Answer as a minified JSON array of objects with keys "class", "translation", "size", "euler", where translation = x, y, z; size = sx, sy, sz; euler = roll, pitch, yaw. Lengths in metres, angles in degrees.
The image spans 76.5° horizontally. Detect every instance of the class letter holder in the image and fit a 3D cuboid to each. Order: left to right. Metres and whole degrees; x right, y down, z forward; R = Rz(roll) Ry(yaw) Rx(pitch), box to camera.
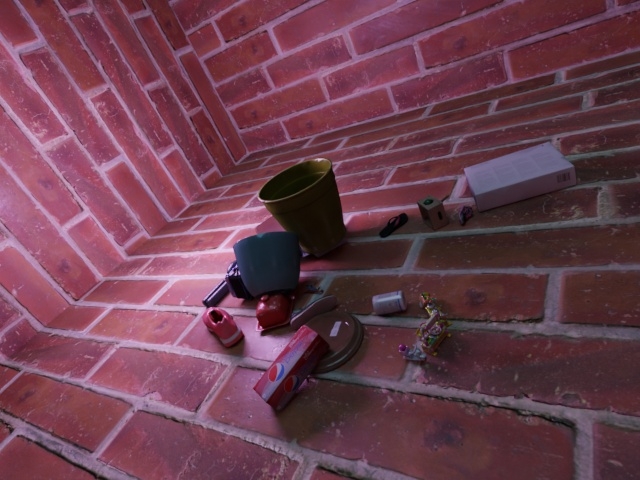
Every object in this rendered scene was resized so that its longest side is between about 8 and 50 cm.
[{"class":"letter holder","translation":[-0.264,0.024,2.123],"size":[0.214,0.152,0.302],"euler":[-33,28,-9]}]

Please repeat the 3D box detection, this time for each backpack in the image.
[{"class":"backpack","translation":[-0.349,0.176,1.926],"size":[0.116,0.158,0.173],"euler":[-1,34,28]}]

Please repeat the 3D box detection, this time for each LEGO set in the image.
[{"class":"LEGO set","translation":[0.338,0.243,1.277],"size":[0.132,0.107,0.287],"euler":[-7,34,33]}]

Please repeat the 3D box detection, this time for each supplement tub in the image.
[{"class":"supplement tub","translation":[0.245,0.220,1.435],"size":[0.107,0.071,0.071],"euler":[-14,30,22]}]

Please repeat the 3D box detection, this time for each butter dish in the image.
[{"class":"butter dish","translation":[-0.206,0.275,1.676],"size":[0.159,0.118,0.160],"euler":[-18,28,14]}]

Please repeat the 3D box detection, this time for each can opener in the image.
[{"class":"can opener","translation":[-0.496,0.210,2.058],"size":[0.076,0.095,0.283],"euler":[-1,37,41]}]

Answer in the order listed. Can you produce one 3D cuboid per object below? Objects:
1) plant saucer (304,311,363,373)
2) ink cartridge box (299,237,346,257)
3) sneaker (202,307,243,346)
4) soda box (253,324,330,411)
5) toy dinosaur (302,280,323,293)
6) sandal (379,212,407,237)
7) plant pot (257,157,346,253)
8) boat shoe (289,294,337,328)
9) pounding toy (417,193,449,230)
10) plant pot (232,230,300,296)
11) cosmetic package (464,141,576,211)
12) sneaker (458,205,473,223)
[{"class":"plant saucer","translation":[0.017,0.349,1.445],"size":[0.277,0.041,0.278],"euler":[-20,27,11]},{"class":"ink cartridge box","translation":[0.000,0.000,2.047],"size":[0.223,0.045,0.223],"euler":[-26,28,1]},{"class":"sneaker","translation":[-0.440,0.334,1.755],"size":[0.116,0.136,0.313],"euler":[-38,30,-23]},{"class":"soda box","translation":[-0.092,0.411,1.321],"size":[0.263,0.083,0.092],"euler":[-51,37,-16]},{"class":"toy dinosaur","translation":[-0.024,0.213,1.734],"size":[0.090,0.047,0.082],"euler":[-60,39,7]},{"class":"sandal","translation":[0.342,-0.080,1.897],"size":[0.179,0.040,0.067],"euler":[-38,30,-22]},{"class":"plant pot","translation":[-0.051,-0.139,1.898],"size":[0.366,0.353,0.366],"euler":[-20,29,12]},{"class":"boat shoe","translation":[-0.033,0.265,1.592],"size":[0.206,0.075,0.065],"euler":[-32,31,-1]},{"class":"pounding toy","translation":[0.498,-0.138,1.755],"size":[0.100,0.141,0.130],"euler":[-27,28,-1]},{"class":"plant pot","translation":[-0.218,0.119,1.771],"size":[0.292,0.235,0.293],"euler":[-11,-15,-3]},{"class":"cosmetic package","translation":[0.841,-0.279,1.753],"size":[0.377,0.097,0.284],"euler":[-16,31,19]},{"class":"sneaker","translation":[0.618,-0.110,1.719],"size":[0.057,0.047,0.119],"euler":[3,39,25]}]
